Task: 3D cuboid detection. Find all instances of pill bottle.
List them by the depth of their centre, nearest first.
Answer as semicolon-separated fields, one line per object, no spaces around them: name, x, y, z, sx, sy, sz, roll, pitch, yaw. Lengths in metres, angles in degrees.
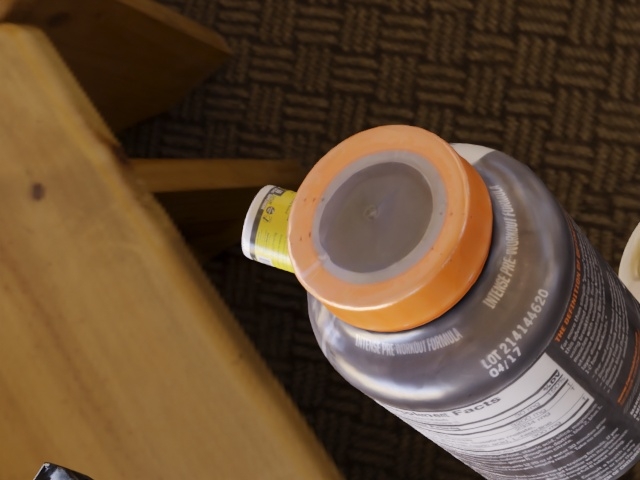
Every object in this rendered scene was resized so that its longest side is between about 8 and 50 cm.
pill bottle;0.078;0.036;0.667;0.131;0.246;0.130;-13;60;24
pill bottle;0.000;0.000;1.113;0.116;0.065;0.065;18;96;14

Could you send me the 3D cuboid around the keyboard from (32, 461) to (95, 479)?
keyboard;-0.152;0.192;0.638;0.100;0.038;0.192;35;92;47

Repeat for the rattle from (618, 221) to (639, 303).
rattle;0.353;0.059;1.334;0.130;0.143;0.199;31;96;52
